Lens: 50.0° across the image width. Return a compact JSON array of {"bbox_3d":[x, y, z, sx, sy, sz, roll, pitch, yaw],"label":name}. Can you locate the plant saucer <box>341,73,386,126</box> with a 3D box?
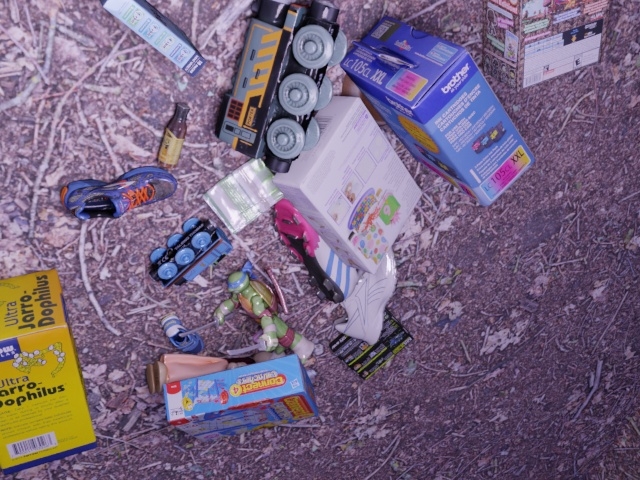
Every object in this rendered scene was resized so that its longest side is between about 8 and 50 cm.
[{"bbox_3d":[0.142,-0.329,1.482,0.199,0.036,0.198,-14,129,-19],"label":"plant saucer"}]

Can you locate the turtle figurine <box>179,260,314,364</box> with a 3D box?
[{"bbox_3d":[-0.161,0.215,1.591,0.198,0.274,0.266,-18,133,35],"label":"turtle figurine"}]

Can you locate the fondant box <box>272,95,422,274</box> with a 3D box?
[{"bbox_3d":[0.070,-0.115,1.495,0.238,0.096,0.330,-58,133,-18],"label":"fondant box"}]

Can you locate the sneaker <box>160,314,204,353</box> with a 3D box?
[{"bbox_3d":[-0.321,0.234,1.617,0.053,0.059,0.144,-39,135,0],"label":"sneaker"}]

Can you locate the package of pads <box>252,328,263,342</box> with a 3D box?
[{"bbox_3d":[-0.125,0.235,1.741,0.083,0.032,0.050,-43,130,4],"label":"package of pads"}]

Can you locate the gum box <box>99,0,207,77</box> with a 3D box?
[{"bbox_3d":[-0.288,-0.365,1.143,0.041,0.157,0.184,-48,131,10],"label":"gum box"}]

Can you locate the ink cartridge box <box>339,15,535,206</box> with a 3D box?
[{"bbox_3d":[0.217,-0.273,1.356,0.151,0.270,0.395,-46,131,1],"label":"ink cartridge box"}]

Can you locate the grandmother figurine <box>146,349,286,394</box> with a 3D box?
[{"bbox_3d":[-0.234,0.314,1.669,0.343,0.208,0.103,0,84,-30],"label":"grandmother figurine"}]

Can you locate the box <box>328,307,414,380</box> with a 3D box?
[{"bbox_3d":[0.144,0.283,1.914,0.191,0.045,0.184,-42,134,3],"label":"box"}]

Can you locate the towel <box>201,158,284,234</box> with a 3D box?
[{"bbox_3d":[-0.160,-0.097,1.465,0.152,0.023,0.113,-36,109,2],"label":"towel"}]

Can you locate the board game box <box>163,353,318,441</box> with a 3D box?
[{"bbox_3d":[-0.173,0.377,1.609,0.302,0.086,0.308,-13,155,1],"label":"board game box"}]

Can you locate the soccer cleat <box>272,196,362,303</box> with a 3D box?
[{"bbox_3d":[0.000,0.000,1.607,0.143,0.116,0.331,-49,130,-28],"label":"soccer cleat"}]

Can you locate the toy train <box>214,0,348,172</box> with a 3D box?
[{"bbox_3d":[-0.077,-0.298,1.293,0.190,0.142,0.333,23,113,10],"label":"toy train"}]

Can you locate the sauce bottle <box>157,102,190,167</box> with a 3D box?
[{"bbox_3d":[-0.284,-0.204,1.338,0.042,0.042,0.128,7,116,-32],"label":"sauce bottle"}]

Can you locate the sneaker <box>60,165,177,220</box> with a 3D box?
[{"bbox_3d":[-0.385,-0.081,1.339,0.221,0.087,0.083,-17,129,-17],"label":"sneaker"}]

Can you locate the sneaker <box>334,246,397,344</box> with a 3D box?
[{"bbox_3d":[0.117,0.129,1.749,0.129,0.111,0.297,11,108,-5],"label":"sneaker"}]

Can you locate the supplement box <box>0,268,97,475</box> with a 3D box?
[{"bbox_3d":[-0.594,0.269,1.404,0.195,0.194,0.356,-13,128,-20],"label":"supplement box"}]

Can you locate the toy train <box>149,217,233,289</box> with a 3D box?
[{"bbox_3d":[-0.282,0.032,1.484,0.184,0.080,0.105,-42,137,4],"label":"toy train"}]

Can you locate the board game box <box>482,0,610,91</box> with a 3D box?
[{"bbox_3d":[0.481,-0.505,1.468,0.232,0.141,0.290,-21,130,-14],"label":"board game box"}]
